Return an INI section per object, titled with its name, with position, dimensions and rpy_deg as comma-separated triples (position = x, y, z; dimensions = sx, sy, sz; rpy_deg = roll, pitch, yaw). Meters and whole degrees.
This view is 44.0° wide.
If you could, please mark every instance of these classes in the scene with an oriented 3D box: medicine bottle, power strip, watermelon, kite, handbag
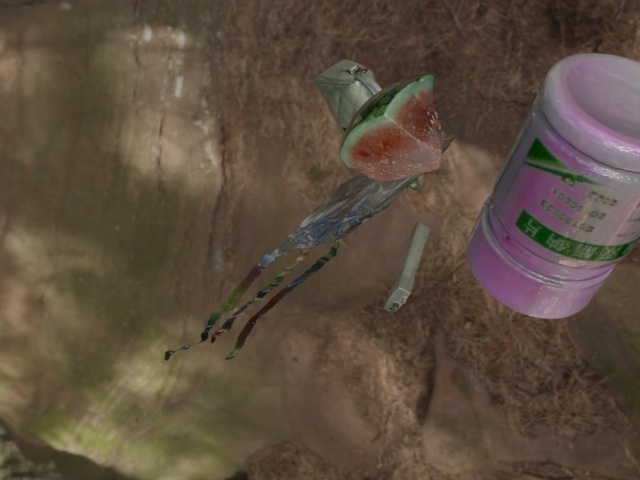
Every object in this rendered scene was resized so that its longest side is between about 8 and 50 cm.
[medicine bottle]
position = 0.347, -0.067, 1.082
dimensions = 0.212, 0.212, 0.325
rpy_deg = 60, 150, 34
[power strip]
position = 0.164, 0.053, 1.518
dimensions = 0.080, 0.029, 0.227
rpy_deg = -60, 5, 48
[watermelon]
position = 0.062, -0.086, 0.609
dimensions = 0.084, 0.092, 0.072
rpy_deg = -8, 116, 46
[kite]
position = -0.001, -0.002, 0.690
dimensions = 0.169, 0.310, 0.015
rpy_deg = -19, 112, 47
[handbag]
position = 0.098, -0.197, 1.410
dimensions = 0.256, 0.079, 0.219
rpy_deg = 60, 170, -27
